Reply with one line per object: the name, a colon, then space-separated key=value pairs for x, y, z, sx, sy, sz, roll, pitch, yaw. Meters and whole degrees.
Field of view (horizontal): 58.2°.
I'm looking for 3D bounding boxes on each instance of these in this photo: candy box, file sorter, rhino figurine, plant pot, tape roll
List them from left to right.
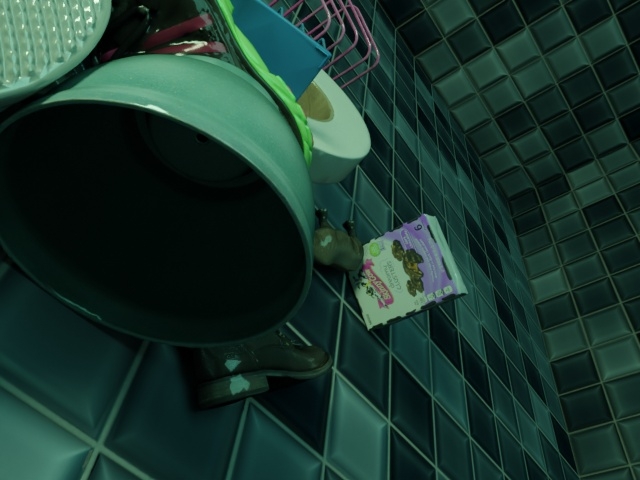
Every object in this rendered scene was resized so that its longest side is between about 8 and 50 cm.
plant pot: x=-0.137 y=-0.061 z=0.567 sx=0.293 sy=0.293 sz=0.196 roll=46 pitch=37 yaw=-30
file sorter: x=-0.089 y=-0.299 z=0.872 sx=0.170 sy=0.118 sz=0.104 roll=30 pitch=28 yaw=-23
tape roll: x=-0.076 y=-0.262 z=1.032 sx=0.392 sy=0.072 sz=0.391 roll=32 pitch=31 yaw=-22
file sorter: x=-0.010 y=-0.488 z=1.358 sx=0.291 sy=0.182 sz=0.202 roll=-2 pitch=67 yaw=-62
rhino figurine: x=0.000 y=0.000 z=1.035 sx=0.243 sy=0.073 sz=0.106 roll=15 pitch=49 yaw=-54
candy box: x=0.158 y=0.065 z=1.117 sx=0.070 sy=0.196 sz=0.164 roll=6 pitch=60 yaw=-60

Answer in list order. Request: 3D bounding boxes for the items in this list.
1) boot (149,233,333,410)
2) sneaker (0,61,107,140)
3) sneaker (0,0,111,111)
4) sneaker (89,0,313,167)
boot: x=-0.093 y=0.085 z=0.753 sx=0.263 sy=0.091 sz=0.228 roll=5 pitch=64 yaw=-58
sneaker: x=-0.323 y=-0.208 z=0.531 sx=0.340 sy=0.125 sz=0.139 roll=76 pitch=-8 yaw=-61
sneaker: x=-0.311 y=-0.105 z=0.392 sx=0.366 sy=0.150 sz=0.135 roll=-50 pitch=116 yaw=-37
sneaker: x=-0.201 y=-0.224 z=0.716 sx=0.483 sy=0.185 sz=0.202 roll=46 pitch=49 yaw=-16
